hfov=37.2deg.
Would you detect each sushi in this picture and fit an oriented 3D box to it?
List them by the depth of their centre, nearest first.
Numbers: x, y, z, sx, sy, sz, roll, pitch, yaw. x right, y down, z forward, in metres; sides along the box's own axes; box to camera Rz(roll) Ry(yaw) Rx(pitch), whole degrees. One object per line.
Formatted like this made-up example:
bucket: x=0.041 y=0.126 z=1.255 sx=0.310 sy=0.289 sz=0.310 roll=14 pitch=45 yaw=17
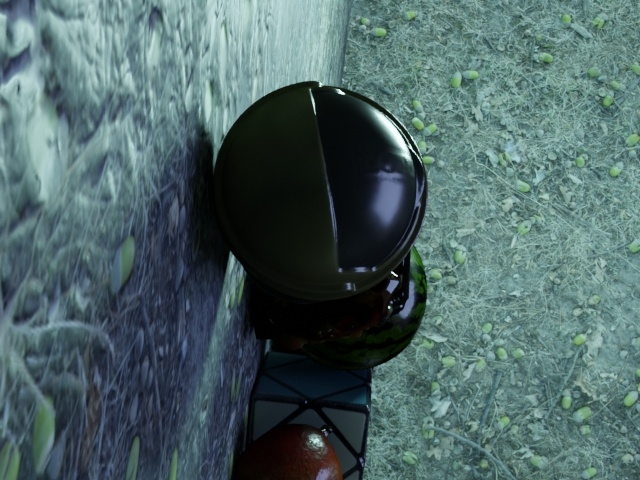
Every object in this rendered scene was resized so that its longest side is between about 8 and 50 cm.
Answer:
sushi: x=0.011 y=0.057 z=1.407 sx=0.212 sy=0.227 sz=0.216 roll=-51 pitch=143 yaw=-72

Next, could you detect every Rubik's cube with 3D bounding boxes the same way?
Rubik's cube: x=-0.019 y=0.334 z=1.684 sx=0.205 sy=0.204 sz=0.207 roll=-76 pitch=171 yaw=-73

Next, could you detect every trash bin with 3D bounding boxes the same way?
trash bin: x=-0.003 y=-0.037 z=0.989 sx=0.334 sy=0.214 sz=0.214 roll=102 pitch=-5 yaw=-77

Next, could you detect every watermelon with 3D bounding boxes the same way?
watermelon: x=0.049 y=0.087 z=1.688 sx=0.285 sy=0.285 sz=0.285 roll=7 pitch=90 yaw=-88

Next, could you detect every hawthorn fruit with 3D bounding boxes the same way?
hawthorn fruit: x=-0.040 y=0.365 z=1.489 sx=0.188 sy=0.169 sz=0.169 roll=-37 pitch=156 yaw=-22

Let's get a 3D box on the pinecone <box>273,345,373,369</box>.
pinecone: x=0.017 y=0.191 z=1.937 sx=0.257 sy=0.243 sz=0.243 roll=-58 pitch=-178 yaw=10
